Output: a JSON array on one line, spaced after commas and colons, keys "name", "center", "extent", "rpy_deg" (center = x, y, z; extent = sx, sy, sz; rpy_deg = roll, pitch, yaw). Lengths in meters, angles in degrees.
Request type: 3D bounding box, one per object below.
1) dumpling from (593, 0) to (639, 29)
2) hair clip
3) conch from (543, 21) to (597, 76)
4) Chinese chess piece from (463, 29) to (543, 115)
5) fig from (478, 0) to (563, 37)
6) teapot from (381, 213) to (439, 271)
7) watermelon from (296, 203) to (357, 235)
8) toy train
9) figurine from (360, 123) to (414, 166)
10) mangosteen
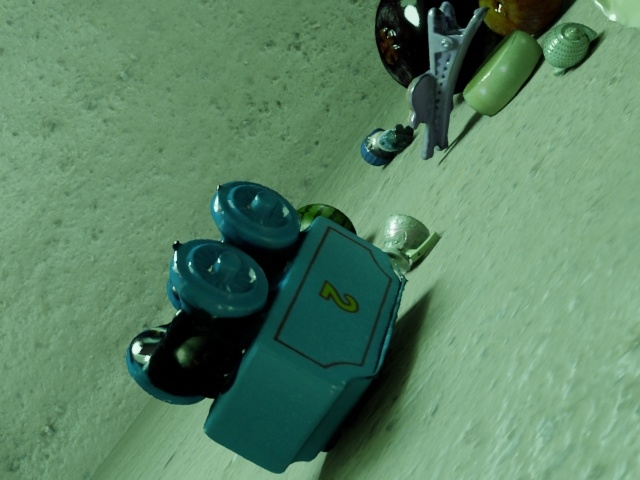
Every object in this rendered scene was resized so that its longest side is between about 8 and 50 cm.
[{"name": "dumpling", "center": [0.405, -0.385, 1.155], "extent": [0.395, 0.233, 0.315], "rpy_deg": [-3, 80, 64]}, {"name": "hair clip", "center": [0.200, -0.271, 1.725], "extent": [0.137, 0.090, 0.278], "rpy_deg": [-37, -30, -48]}, {"name": "conch", "center": [0.327, -0.260, 1.400], "extent": [0.076, 0.056, 0.085], "rpy_deg": [-41, 2, -25]}, {"name": "Chinese chess piece", "center": [0.287, -0.262, 1.657], "extent": [0.144, 0.058, 0.144], "rpy_deg": [-53, 6, 8]}, {"name": "fig", "center": [0.349, -0.441, 1.770], "extent": [0.202, 0.148, 0.149], "rpy_deg": [-64, -27, 0]}, {"name": "teapot", "center": [0.115, 0.005, 1.410], "extent": [0.083, 0.064, 0.064], "rpy_deg": [4, 57, 43]}, {"name": "watermelon", "center": [0.000, 0.000, 1.839], "extent": [0.140, 0.141, 0.187], "rpy_deg": [-48, 3, 30]}, {"name": "toy train", "center": [-0.050, 0.085, 1.174], "extent": [0.188, 0.265, 0.300], "rpy_deg": [-59, 3, 31]}, {"name": "figurine", "center": [0.148, -0.210, 2.281], "extent": [0.149, 0.086, 0.087], "rpy_deg": [-13, 78, 61]}, {"name": "mangosteen", "center": [0.255, -0.413, 2.004], "extent": [0.302, 0.274, 0.275], "rpy_deg": [-19, -5, -20]}]
